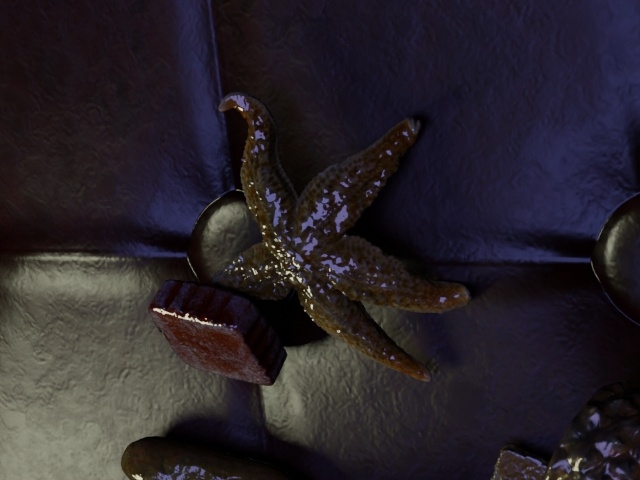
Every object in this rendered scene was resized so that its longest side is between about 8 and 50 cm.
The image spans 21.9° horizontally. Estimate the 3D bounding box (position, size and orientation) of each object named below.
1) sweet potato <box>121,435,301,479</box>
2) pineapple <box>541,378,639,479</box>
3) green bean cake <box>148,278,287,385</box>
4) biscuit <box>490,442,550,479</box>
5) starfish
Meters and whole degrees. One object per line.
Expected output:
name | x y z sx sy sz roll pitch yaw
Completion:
sweet potato | -0.119 0.281 1.965 0.273 0.075 0.075 8 108 23
pineapple | 0.392 0.279 1.620 0.340 0.169 0.169 31 117 17
green bean cake | -0.115 0.103 1.882 0.135 0.056 0.135 9 148 29
biscuit | 0.282 0.312 1.766 0.231 0.025 0.131 24 115 22
starfish | -0.006 0.004 1.805 0.327 0.094 0.375 -20 99 30
